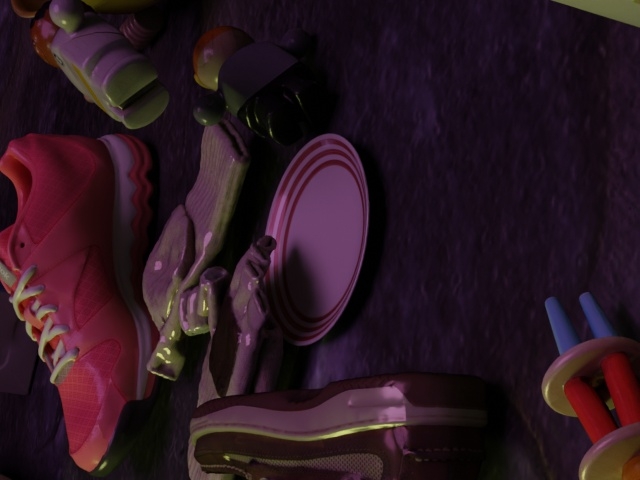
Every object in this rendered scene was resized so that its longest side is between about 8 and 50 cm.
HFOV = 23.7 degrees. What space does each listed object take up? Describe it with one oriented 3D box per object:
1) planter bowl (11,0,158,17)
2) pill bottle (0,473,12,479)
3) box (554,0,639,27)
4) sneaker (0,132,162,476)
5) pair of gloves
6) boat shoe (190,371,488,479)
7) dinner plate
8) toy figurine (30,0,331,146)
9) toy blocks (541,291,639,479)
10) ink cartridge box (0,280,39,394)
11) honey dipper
[{"bbox_3d":[-0.165,-0.262,1.302,0.217,0.090,0.217,-34,39,34],"label":"planter bowl"},{"bbox_3d":[-0.369,0.276,1.453,0.265,0.153,0.153,0,80,63],"label":"pill bottle"},{"bbox_3d":[0.110,-0.176,0.659,0.103,0.203,0.114,-22,61,58],"label":"box"},{"bbox_3d":[-0.213,0.046,1.259,0.116,0.136,0.313,-46,42,48],"label":"sneaker"},{"bbox_3d":[-0.083,0.049,1.094,0.240,0.042,0.204,-111,35,-48],"label":"pair of gloves"},{"bbox_3d":[-0.002,0.134,0.882,0.257,0.095,0.095,-19,70,58],"label":"boat shoe"},{"bbox_3d":[0.000,0.000,1.003,0.141,0.017,0.141,-32,52,56],"label":"dinner plate"},{"bbox_3d":[-0.082,-0.178,1.014,0.148,0.213,0.209,41,122,45],"label":"toy figurine"},{"bbox_3d":[0.149,0.058,0.664,0.123,0.054,0.148,-59,33,35],"label":"toy blocks"},{"bbox_3d":[-0.338,0.077,1.562,0.181,0.062,0.104,31,108,60],"label":"ink cartridge box"},{"bbox_3d":[-0.187,-0.167,1.402,0.161,0.030,0.030,-38,48,54],"label":"honey dipper"}]
